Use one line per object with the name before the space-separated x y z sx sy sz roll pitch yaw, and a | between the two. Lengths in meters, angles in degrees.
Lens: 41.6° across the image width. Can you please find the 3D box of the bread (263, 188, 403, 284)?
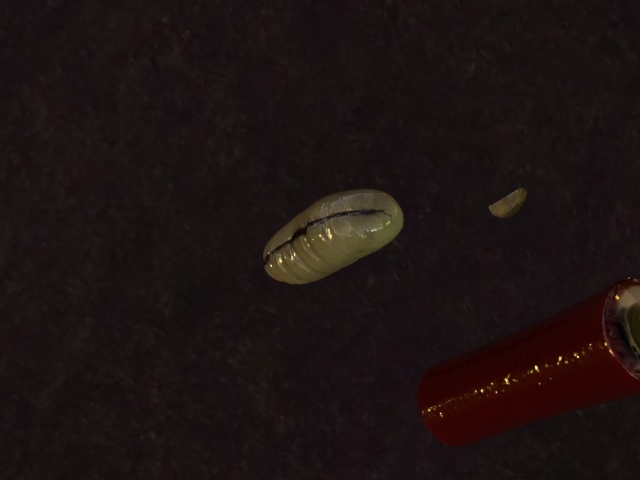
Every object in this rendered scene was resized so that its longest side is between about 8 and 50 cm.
bread | 0.000 0.000 0.844 0.214 0.053 0.073 -27 94 54

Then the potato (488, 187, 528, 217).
potato | 0.343 -0.061 1.507 0.093 0.037 0.036 142 128 -59

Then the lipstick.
lipstick | 0.166 0.101 0.647 0.241 0.080 0.080 -39 45 54
